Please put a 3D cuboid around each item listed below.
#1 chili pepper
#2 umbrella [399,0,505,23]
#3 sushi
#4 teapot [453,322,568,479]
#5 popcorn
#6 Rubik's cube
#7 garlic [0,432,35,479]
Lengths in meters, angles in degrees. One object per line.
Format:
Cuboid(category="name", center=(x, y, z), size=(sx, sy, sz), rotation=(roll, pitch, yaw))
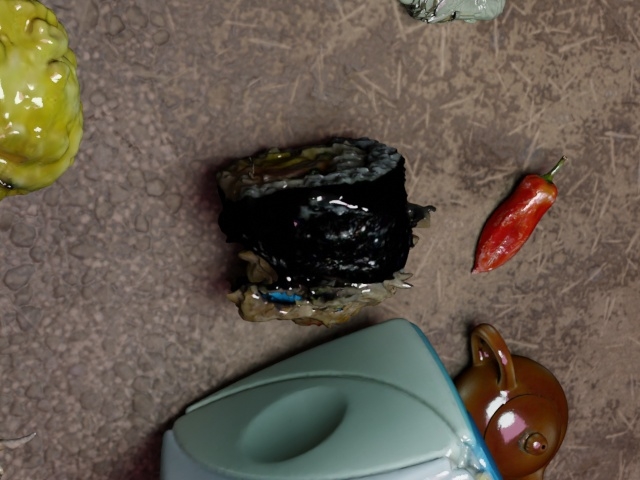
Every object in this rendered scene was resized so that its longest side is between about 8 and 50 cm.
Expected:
Cuboid(category="chili pepper", center=(0.254, -0.031, 1.394), size=(0.059, 0.050, 0.191), rotation=(30, 104, -29))
Cuboid(category="umbrella", center=(0.152, -0.283, 1.278), size=(0.143, 0.062, 0.067), rotation=(1, 136, -29))
Cuboid(category="sushi", center=(0.000, 0.005, 1.215), size=(0.238, 0.225, 0.218), rotation=(6, 114, 10))
Cuboid(category="teapot", center=(0.246, 0.223, 1.415), size=(0.178, 0.135, 0.252), rotation=(-24, 113, -19))
Cuboid(category="popcorn", center=(-0.338, -0.123, 1.039), size=(0.233, 0.192, 0.266), rotation=(5, 140, -35))
Cuboid(category="Rubik's cube", center=(0.043, 0.337, 1.212), size=(0.347, 0.351, 0.352), rotation=(-25, 114, 2))
Cuboid(category="garlic", center=(-0.407, 0.323, 1.150), size=(0.151, 0.196, 0.338), rotation=(34, 82, -40))
